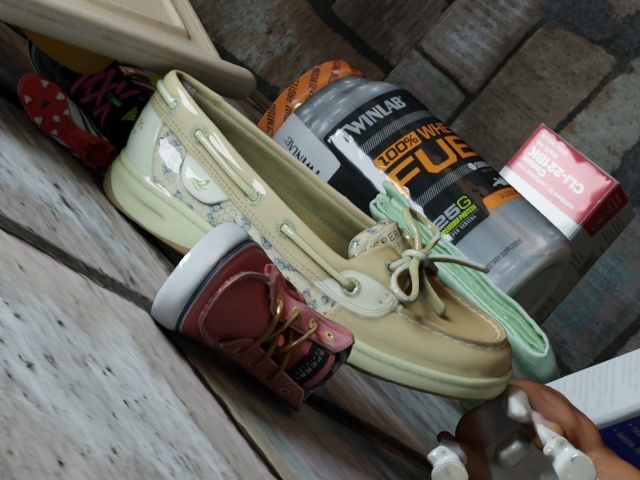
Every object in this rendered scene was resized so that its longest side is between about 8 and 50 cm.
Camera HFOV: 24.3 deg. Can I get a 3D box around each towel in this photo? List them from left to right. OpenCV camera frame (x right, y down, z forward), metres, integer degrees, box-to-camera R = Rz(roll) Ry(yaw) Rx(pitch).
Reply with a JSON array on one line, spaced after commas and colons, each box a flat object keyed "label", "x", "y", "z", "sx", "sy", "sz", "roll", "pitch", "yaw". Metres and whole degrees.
[{"label": "towel", "x": 0.157, "y": 0.115, "z": 1.261, "sx": 0.248, "sy": 0.038, "sz": 0.325, "roll": 46, "pitch": -11, "yaw": 44}]

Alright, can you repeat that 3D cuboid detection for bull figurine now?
[{"label": "bull figurine", "x": 0.192, "y": 0.207, "z": 0.918, "sx": 0.310, "sy": 0.101, "sz": 0.188, "roll": 45, "pitch": 7, "yaw": 15}]

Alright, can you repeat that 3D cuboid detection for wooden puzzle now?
[{"label": "wooden puzzle", "x": -0.231, "y": -0.227, "z": 0.974, "sx": 0.322, "sy": 0.080, "sz": 0.348, "roll": 13, "pitch": 37, "yaw": -55}]

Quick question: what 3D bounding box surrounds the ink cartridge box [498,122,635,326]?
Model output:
[{"label": "ink cartridge box", "x": 0.216, "y": 0.025, "z": 1.670, "sx": 0.114, "sy": 0.273, "sz": 0.197, "roll": 41, "pitch": 4, "yaw": 19}]

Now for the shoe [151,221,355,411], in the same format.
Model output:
[{"label": "shoe", "x": -0.028, "y": 0.043, "z": 0.786, "sx": 0.081, "sy": 0.063, "sz": 0.178, "roll": 39, "pitch": 0, "yaw": 10}]

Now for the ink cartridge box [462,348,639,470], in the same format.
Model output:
[{"label": "ink cartridge box", "x": 0.311, "y": 0.178, "z": 1.095, "sx": 0.303, "sy": 0.307, "sz": 0.072, "roll": 41, "pitch": 40, "yaw": -31}]

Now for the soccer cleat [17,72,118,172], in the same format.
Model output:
[{"label": "soccer cleat", "x": -0.163, "y": -0.075, "z": 0.951, "sx": 0.083, "sy": 0.029, "sz": 0.035, "roll": 44, "pitch": -5, "yaw": -24}]

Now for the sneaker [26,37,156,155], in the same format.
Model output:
[{"label": "sneaker", "x": -0.141, "y": -0.095, "z": 1.066, "sx": 0.170, "sy": 0.063, "sz": 0.075, "roll": 47, "pitch": -2, "yaw": -11}]

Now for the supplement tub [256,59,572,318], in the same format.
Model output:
[{"label": "supplement tub", "x": 0.083, "y": -0.028, "z": 1.512, "sx": 0.316, "sy": 0.193, "sz": 0.193, "roll": 44, "pitch": 5, "yaw": 18}]

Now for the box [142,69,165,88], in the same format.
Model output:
[{"label": "box", "x": -0.147, "y": -0.145, "z": 1.248, "sx": 0.178, "sy": 0.042, "sz": 0.109, "roll": -124, "pitch": -153, "yaw": -70}]

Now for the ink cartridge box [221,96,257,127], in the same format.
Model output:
[{"label": "ink cartridge box", "x": -0.095, "y": -0.094, "z": 1.420, "sx": 0.109, "sy": 0.062, "sz": 0.209, "roll": 39, "pitch": 7, "yaw": -37}]

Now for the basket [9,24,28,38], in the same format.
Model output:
[{"label": "basket", "x": -0.204, "y": -0.288, "z": 1.255, "sx": 0.154, "sy": 0.227, "sz": 0.204, "roll": 46, "pitch": 5, "yaw": 31}]

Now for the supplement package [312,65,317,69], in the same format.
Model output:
[{"label": "supplement package", "x": 0.063, "y": -0.058, "z": 1.870, "sx": 0.262, "sy": 0.145, "sz": 0.204, "roll": 46, "pitch": 5, "yaw": 36}]

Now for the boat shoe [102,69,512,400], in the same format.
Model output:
[{"label": "boat shoe", "x": 0.000, "y": 0.000, "z": 0.911, "sx": 0.285, "sy": 0.089, "sz": 0.104, "roll": 30, "pitch": 17, "yaw": 7}]
